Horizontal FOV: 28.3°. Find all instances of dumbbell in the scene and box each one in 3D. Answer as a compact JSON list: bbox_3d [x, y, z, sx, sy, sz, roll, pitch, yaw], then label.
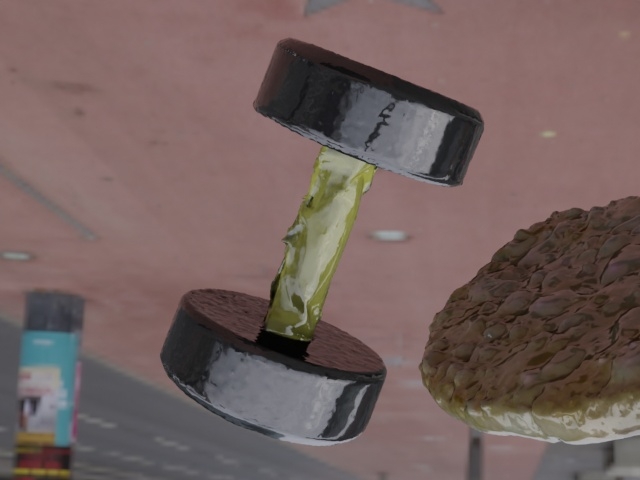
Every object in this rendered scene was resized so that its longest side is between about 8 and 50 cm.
[{"bbox_3d":[0.000,0.000,1.137,0.204,0.322,0.204,21,-172,-3],"label":"dumbbell"}]

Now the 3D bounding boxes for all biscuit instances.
[{"bbox_3d":[0.110,0.036,0.542,0.141,0.038,0.290,-26,-169,2],"label":"biscuit"}]
